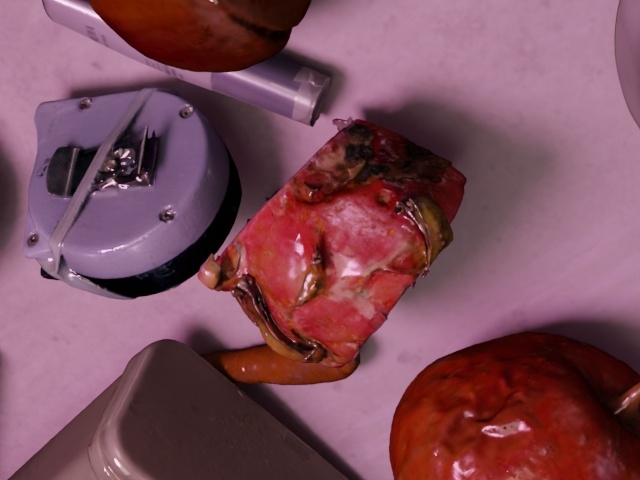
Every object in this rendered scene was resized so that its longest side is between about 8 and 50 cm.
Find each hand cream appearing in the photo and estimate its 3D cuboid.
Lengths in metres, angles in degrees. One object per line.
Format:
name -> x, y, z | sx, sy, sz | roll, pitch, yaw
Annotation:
hand cream -> -0.117, -0.160, 1.349 | 0.255, 0.048, 0.079 | 19, 165, 5

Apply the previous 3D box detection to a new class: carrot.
carrot -> -0.060, 0.114, 1.484 | 0.216, 0.048, 0.048 | -7, 114, 28

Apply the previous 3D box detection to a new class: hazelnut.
hazelnut -> -0.088, -0.214, 1.222 | 0.208, 0.208, 0.208 | 7, 118, 14

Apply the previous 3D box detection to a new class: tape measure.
tape measure -> -0.161, -0.044, 1.353 | 0.181, 0.182, 0.107 | -13, 143, 16

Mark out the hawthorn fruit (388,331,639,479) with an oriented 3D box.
hawthorn fruit -> 0.199, 0.173, 1.320 | 0.272, 0.242, 0.242 | -36, 101, 29

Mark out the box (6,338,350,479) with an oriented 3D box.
box -> -0.147, 0.324, 1.523 | 0.352, 0.177, 0.344 | 41, 123, -15

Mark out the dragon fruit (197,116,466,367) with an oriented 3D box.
dragon fruit -> 0.000, 0.000, 1.310 | 0.147, 0.211, 0.282 | 34, 159, -8

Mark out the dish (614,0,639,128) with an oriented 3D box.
dish -> 0.372, -0.116, 1.141 | 0.324, 0.124, 0.324 | 6, 128, 8
